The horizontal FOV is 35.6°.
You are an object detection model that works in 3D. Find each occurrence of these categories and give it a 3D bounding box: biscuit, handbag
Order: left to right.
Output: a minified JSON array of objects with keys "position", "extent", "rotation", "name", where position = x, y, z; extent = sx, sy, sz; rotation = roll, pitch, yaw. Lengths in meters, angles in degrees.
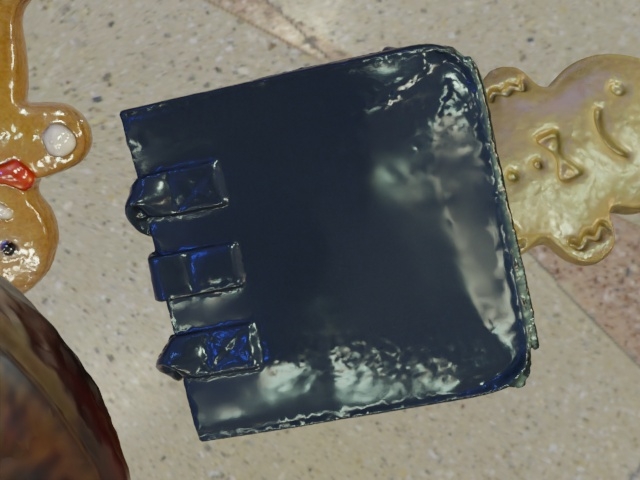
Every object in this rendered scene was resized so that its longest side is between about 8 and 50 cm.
[{"position":[-0.300,-0.096,0.843],"extent":[0.206,0.049,0.323],"rotation":[-2,110,0],"name":"biscuit"},{"position":[0.000,0.000,0.876],"extent":[0.330,0.122,0.303],"rotation":[-12,97,7],"name":"handbag"},{"position":[0.307,-0.106,1.232],"extent":[0.355,0.052,0.275],"rotation":[-21,75,-7],"name":"biscuit"}]

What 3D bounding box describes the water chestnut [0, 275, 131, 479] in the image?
[{"position":[-0.239,0.119,0.310],"extent":[0.350,0.302,0.350],"rotation":[28,53,-46],"name":"water chestnut"}]
